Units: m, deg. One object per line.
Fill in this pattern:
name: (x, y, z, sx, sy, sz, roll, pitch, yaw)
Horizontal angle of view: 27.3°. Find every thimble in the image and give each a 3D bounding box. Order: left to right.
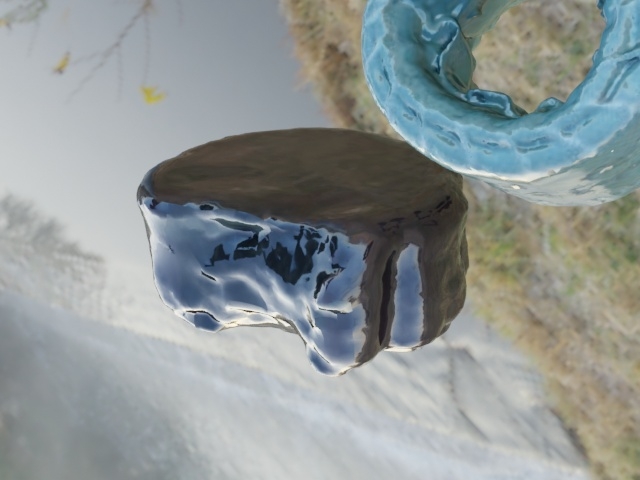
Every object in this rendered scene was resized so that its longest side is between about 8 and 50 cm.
thimble: (0.142, -0.132, 0.888, 0.235, 0.198, 0.143, 34, -172, 29)

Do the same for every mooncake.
mooncake: (0.000, 0.000, 1.551, 0.381, 0.351, 0.212, 23, 130, 41)
